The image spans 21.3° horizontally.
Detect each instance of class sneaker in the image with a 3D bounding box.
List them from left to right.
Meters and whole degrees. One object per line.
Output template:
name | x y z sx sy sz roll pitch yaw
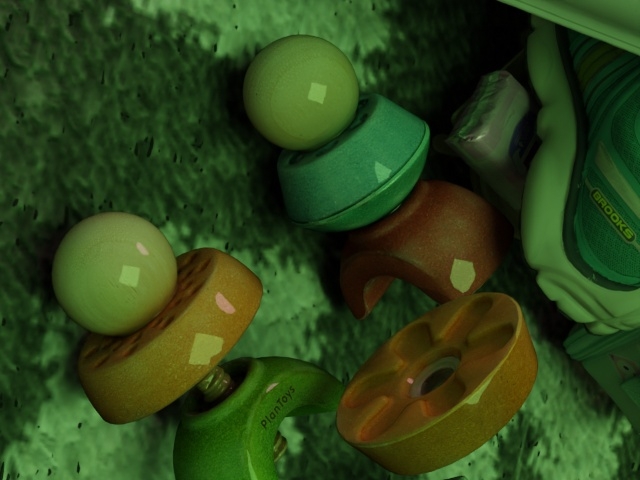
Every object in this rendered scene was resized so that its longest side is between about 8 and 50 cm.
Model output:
sneaker | 0.179 -0.073 0.905 0.107 0.110 0.275 34 45 -33

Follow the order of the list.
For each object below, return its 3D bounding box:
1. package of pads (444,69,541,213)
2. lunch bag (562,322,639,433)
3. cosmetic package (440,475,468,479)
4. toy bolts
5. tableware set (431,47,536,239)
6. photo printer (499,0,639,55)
package of pads | 0.110 -0.049 0.937 0.083 0.032 0.050 42 69 -27
lunch bag | 0.266 0.009 0.950 0.224 0.279 0.108 -37 87 -23
cosmetic package | 0.010 0.236 0.853 0.238 0.107 0.127 -42 106 -49
toy bolts | 0.000 0.000 0.828 0.158 0.218 0.228 53 48 -20
tableware set | 0.153 -0.076 1.009 0.194 0.039 0.128 -42 112 -25
photo printer | 0.212 -0.189 0.864 0.308 0.107 0.256 21 48 2
